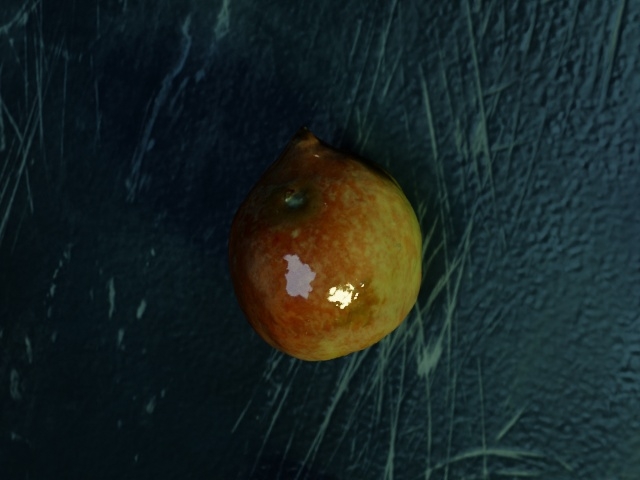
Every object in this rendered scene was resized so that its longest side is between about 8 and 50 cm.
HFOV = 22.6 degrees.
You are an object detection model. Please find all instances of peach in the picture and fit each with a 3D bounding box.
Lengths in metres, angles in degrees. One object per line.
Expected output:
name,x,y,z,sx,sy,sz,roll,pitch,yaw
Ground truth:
peach,0.000,0.000,1.801,0.232,0.232,0.257,-13,103,27
